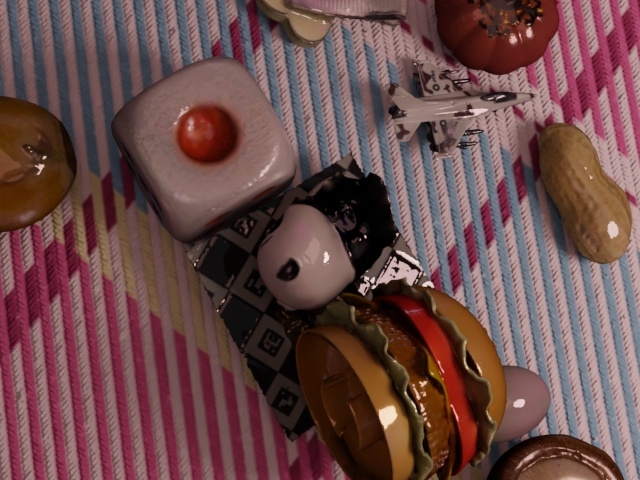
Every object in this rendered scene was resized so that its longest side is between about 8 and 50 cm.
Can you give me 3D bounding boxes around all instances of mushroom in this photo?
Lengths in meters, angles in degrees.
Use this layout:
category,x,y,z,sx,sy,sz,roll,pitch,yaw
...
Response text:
category,x,y,z,sx,sy,sz,roll,pitch,yaw
mushroom,0.304,0.371,1.649,0.194,0.138,0.231,41,66,15

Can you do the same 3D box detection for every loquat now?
category,x,y,z,sx,sy,sz,roll,pitch,yaw
loquat,-0.438,-0.097,1.611,0.227,0.179,0.179,-10,82,-6

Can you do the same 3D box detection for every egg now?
category,x,y,z,sx,sy,sz,roll,pitch,yaw
egg,0.247,0.222,1.673,0.135,0.103,0.103,-15,82,-11

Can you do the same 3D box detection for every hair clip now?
category,x,y,z,sx,sy,sz,roll,pitch,yaw
hair clip,0.015,-0.355,1.764,0.218,0.071,0.159,3,75,-12

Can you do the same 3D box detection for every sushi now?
category,x,y,z,sx,sy,sz,roll,pitch,yaw
sushi,-0.004,0.073,1.690,0.294,0.059,0.292,-33,96,-19

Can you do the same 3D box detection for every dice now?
category,x,y,z,sx,sy,sz,roll,pitch,yaw
dice,-0.154,-0.120,1.640,0.193,0.192,0.194,-32,84,-10

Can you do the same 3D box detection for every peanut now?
category,x,y,z,sx,sy,sz,roll,pitch,yaw
peanut,0.377,-0.070,1.747,0.098,0.090,0.214,-27,85,1

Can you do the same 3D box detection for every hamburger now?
category,x,y,z,sx,sy,sz,roll,pitch,yaw
hamburger,0.114,0.178,1.551,0.212,0.274,0.274,-22,83,-21

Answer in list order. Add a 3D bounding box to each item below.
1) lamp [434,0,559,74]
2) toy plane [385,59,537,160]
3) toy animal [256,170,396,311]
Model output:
category,x,y,z,sx,sy,sz,roll,pitch,yaw
lamp,0.254,-0.328,1.753,0.182,0.140,0.182,0,84,-4
toy plane,0.193,-0.189,1.760,0.234,0.082,0.160,-3,70,-22
toy animal,0.000,0.000,1.578,0.179,0.166,0.138,-34,62,-17
